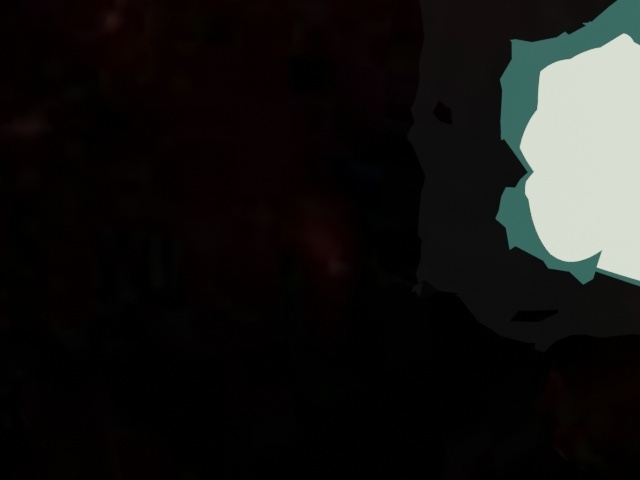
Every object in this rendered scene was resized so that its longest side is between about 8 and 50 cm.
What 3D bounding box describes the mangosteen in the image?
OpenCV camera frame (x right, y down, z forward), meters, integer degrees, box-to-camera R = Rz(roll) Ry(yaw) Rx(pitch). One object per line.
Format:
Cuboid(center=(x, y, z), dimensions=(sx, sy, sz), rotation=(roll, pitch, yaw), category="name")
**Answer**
Cuboid(center=(0.000, 0.000, 0.552), dimensions=(0.435, 0.382, 0.382), rotation=(95, 21, -50), category="mangosteen")
